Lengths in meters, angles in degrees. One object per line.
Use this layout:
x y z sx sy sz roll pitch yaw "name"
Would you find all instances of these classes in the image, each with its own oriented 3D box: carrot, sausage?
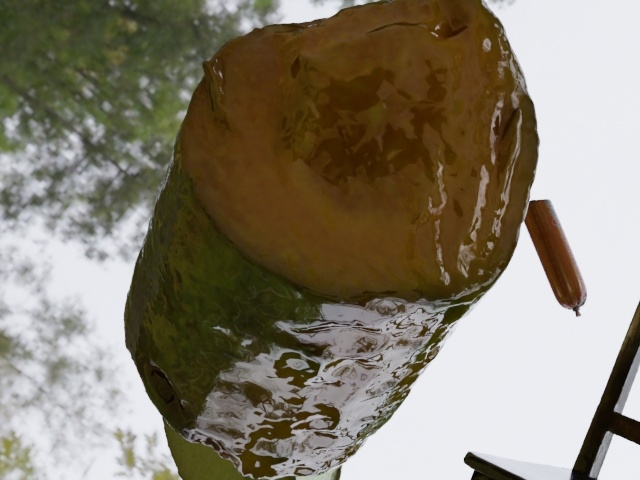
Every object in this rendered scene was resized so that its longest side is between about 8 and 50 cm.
0.000 0.000 0.813 0.241 0.241 0.341 -95 -156 -48 "carrot"
0.206 0.016 0.999 0.031 0.031 0.107 -28 -106 27 "sausage"

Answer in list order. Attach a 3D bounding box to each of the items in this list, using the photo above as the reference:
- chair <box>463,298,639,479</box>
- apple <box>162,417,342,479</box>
0.254 0.226 0.971 0.203 0.240 0.416 19 -89 39 "chair"
-0.066 0.194 1.495 0.179 0.254 0.346 -11 -104 61 "apple"
